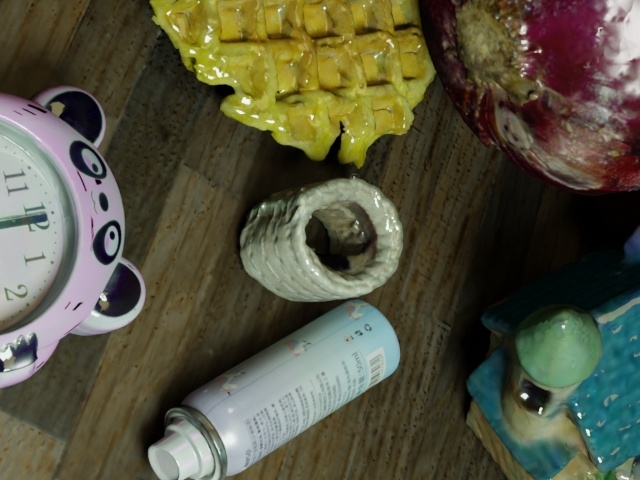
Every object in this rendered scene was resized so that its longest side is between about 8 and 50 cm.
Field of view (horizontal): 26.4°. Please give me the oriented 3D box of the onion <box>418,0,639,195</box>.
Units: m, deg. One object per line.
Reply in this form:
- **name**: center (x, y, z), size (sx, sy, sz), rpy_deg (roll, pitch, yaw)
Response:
- **onion**: center (0.257, -0.218, 1.170), size (0.282, 0.260, 0.336), rpy_deg (-16, 83, -34)

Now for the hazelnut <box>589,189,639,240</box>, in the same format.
- **hazelnut**: center (0.369, -0.078, 1.351), size (0.208, 0.208, 0.208), rpy_deg (8, 76, -35)

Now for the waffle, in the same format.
- **waffle**: center (-0.006, -0.229, 1.191), size (0.302, 0.068, 0.325), rpy_deg (40, 58, -24)

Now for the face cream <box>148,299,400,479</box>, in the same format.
- **face cream**: center (-0.038, 0.125, 1.090), size (0.229, 0.075, 0.075), rpy_deg (-28, 98, -38)

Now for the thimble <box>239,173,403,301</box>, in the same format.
- **thimble**: center (0.000, 0.000, 1.136), size (0.115, 0.090, 0.102), rpy_deg (21, 72, -34)

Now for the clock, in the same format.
- **clock**: center (-0.250, -0.007, 0.953), size (0.248, 0.090, 0.227), rpy_deg (-12, 88, -39)

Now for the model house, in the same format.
- **model house**: center (0.301, 0.094, 1.146), size (0.312, 0.280, 0.245), rpy_deg (-24, 63, -17)
